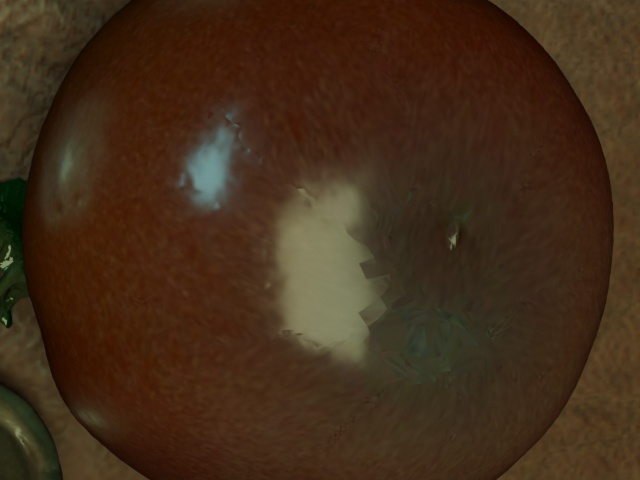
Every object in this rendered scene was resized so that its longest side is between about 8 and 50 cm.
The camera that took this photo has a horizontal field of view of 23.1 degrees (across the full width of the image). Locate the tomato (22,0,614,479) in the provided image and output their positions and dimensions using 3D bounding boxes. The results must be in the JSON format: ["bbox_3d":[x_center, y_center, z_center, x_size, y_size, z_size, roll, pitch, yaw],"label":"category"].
[{"bbox_3d":[0.000,0.000,0.670,0.255,0.224,0.256,0,91,-26],"label":"tomato"}]

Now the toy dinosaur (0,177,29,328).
[{"bbox_3d":[-0.153,-0.008,0.731,0.060,0.029,0.120,-45,104,-19],"label":"toy dinosaur"}]

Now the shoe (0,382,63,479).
[{"bbox_3d":[-0.191,0.068,0.649,0.100,0.103,0.251,-44,143,18],"label":"shoe"}]
